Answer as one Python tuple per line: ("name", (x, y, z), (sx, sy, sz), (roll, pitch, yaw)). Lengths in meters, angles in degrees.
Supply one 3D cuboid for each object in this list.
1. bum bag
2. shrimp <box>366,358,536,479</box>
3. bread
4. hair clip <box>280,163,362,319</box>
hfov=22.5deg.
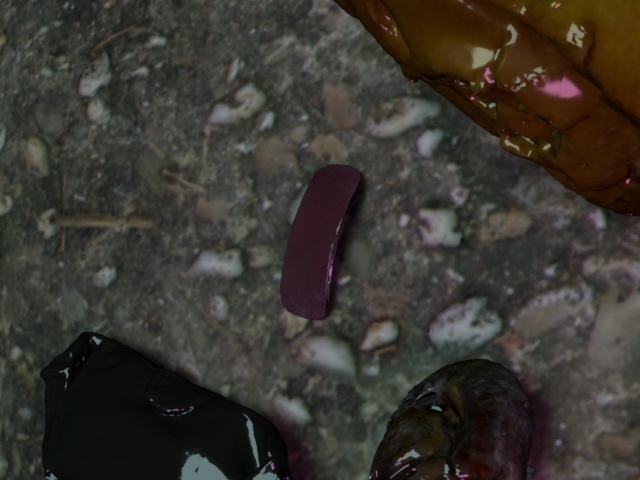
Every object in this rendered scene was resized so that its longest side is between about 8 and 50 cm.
("bum bag", (-0.138, 0.187, 1.411), (0.326, 0.080, 0.142), (22, 85, 40))
("shrimp", (0.096, 0.228, 1.163), (0.145, 0.116, 0.343), (-10, 46, 23))
("bread", (0.142, -0.186, 1.125), (0.215, 0.398, 0.398), (-49, 56, 8))
("hair clip", (-0.001, -0.001, 1.386), (0.054, 0.022, 0.137), (15, 88, 40))
